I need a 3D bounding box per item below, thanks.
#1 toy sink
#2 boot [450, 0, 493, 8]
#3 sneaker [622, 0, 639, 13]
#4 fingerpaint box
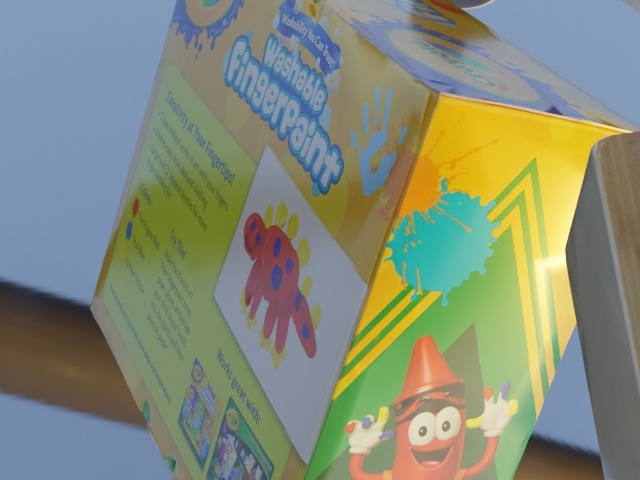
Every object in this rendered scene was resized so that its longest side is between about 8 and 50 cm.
[{"bbox_3d":[0.193,0.080,0.619,0.131,0.153,0.234,-8,-109,3],"label":"toy sink"},{"bbox_3d":[0.143,-0.328,1.414,0.088,0.244,0.176,4,-98,-21],"label":"boot"},{"bbox_3d":[0.248,-0.156,0.873,0.290,0.123,0.106,41,-84,-14],"label":"sneaker"},{"bbox_3d":[0.000,0.000,1.051,0.163,0.371,0.445,8,-159,-26],"label":"fingerpaint box"}]
